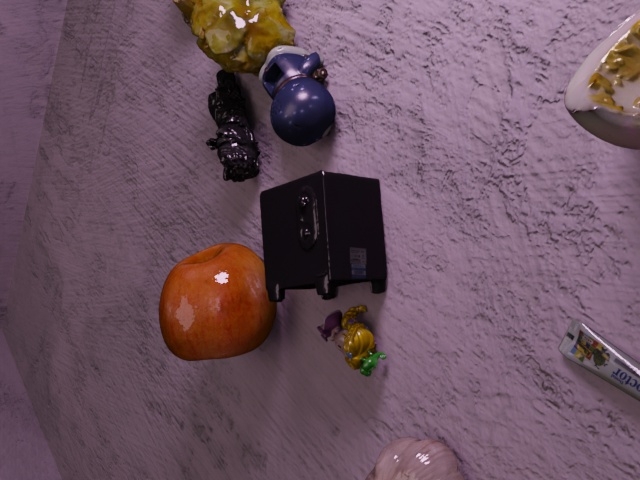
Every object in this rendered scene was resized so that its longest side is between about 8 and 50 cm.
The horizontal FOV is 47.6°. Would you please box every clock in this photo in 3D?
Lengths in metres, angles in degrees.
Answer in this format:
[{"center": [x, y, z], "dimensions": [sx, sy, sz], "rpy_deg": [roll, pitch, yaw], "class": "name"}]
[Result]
[{"center": [-0.056, -0.326, 1.686], "dimensions": [0.200, 0.146, 0.243], "rpy_deg": [-49, 47, 33], "class": "clock"}]

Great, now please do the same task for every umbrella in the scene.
[{"center": [-0.244, -0.315, 1.909], "dimensions": [0.128, 0.154, 0.337], "rpy_deg": [-17, 74, 8], "class": "umbrella"}]

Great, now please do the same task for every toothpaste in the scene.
[{"center": [0.474, 0.208, 1.116], "dimensions": [0.255, 0.037, 0.067], "rpy_deg": [39, 119, 48], "class": "toothpaste"}]

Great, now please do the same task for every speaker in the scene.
[{"center": [0.000, 0.000, 1.580], "dimensions": [0.232, 0.184, 0.254], "rpy_deg": [-12, 79, 50], "class": "speaker"}]

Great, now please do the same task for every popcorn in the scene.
[{"center": [-0.181, -0.536, 1.787], "dimensions": [0.225, 0.276, 0.277], "rpy_deg": [-164, 75, -87], "class": "popcorn"}]

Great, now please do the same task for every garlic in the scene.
[{"center": [0.151, 0.480, 1.372], "dimensions": [0.218, 0.212, 0.219], "rpy_deg": [-9, 77, 47], "class": "garlic"}]

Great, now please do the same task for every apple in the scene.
[{"center": [-0.256, 0.152, 1.802], "dimensions": [0.299, 0.298, 0.275], "rpy_deg": [0, 100, 51], "class": "apple"}]

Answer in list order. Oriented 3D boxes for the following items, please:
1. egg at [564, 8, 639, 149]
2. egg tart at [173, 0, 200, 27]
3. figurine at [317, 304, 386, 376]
[{"center": [0.480, -0.225, 1.016], "dimensions": [0.271, 0.161, 0.206], "rpy_deg": [-48, 11, -1], "class": "egg"}, {"center": [-0.350, -0.751, 2.061], "dimensions": [0.315, 0.120, 0.315], "rpy_deg": [1, 92, 51], "class": "egg tart"}, {"center": [0.083, 0.210, 1.563], "dimensions": [0.115, 0.095, 0.156], "rpy_deg": [-43, 52, -6], "class": "figurine"}]
